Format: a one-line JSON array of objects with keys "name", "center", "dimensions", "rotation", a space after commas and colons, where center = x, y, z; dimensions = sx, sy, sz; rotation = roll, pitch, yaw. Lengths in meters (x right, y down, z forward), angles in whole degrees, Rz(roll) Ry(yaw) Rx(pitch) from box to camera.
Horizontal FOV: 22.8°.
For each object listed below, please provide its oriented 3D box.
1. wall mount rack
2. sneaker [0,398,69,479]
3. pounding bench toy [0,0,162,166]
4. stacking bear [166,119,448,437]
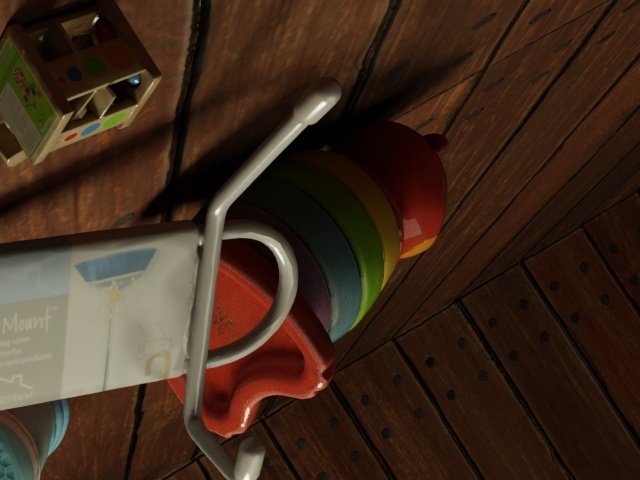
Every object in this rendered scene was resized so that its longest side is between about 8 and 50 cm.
[{"name": "wall mount rack", "center": [-0.130, 0.029, 0.966], "dimensions": [0.350, 0.130, 0.304], "rotation": [-9, 121, -32]}, {"name": "sneaker", "center": [-0.336, 0.184, 1.258], "dimensions": [0.319, 0.127, 0.208], "rotation": [-17, -167, 15]}, {"name": "pounding bench toy", "center": [-0.125, -0.073, 0.785], "dimensions": [0.065, 0.052, 0.083], "rotation": [-26, 169, -35]}, {"name": "stacking bear", "center": [0.000, 0.000, 1.284], "dimensions": [0.289, 0.164, 0.175], "rotation": [-39, -176, -42]}]
